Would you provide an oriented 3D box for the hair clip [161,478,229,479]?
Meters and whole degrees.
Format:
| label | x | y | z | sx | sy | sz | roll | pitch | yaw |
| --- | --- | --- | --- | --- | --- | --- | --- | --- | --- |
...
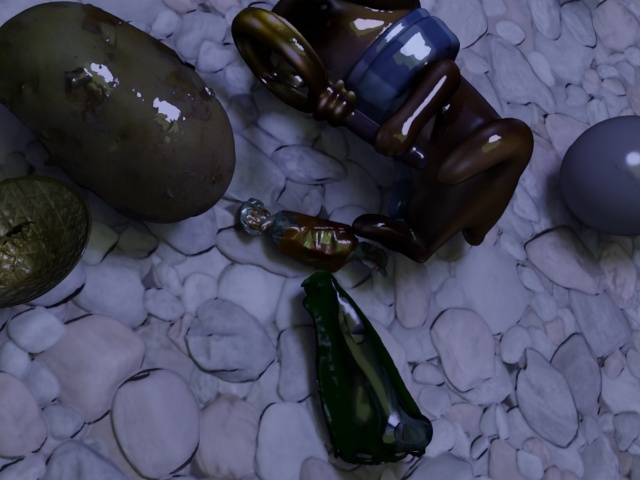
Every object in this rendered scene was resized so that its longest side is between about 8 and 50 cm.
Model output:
| label | x | y | z | sx | sy | sz | roll | pitch | yaw |
| --- | --- | --- | --- | --- | --- | --- | --- | --- | --- |
| hair clip | -0.167 | 0.259 | 1.125 | 0.214 | 0.056 | 0.062 | -17 | 97 | -27 |

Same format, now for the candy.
| label | x | y | z | sx | sy | sz | roll | pitch | yaw |
| --- | --- | --- | --- | --- | --- | --- | --- | --- | --- |
| candy | 0.000 | 0.000 | 1.329 | 0.182 | 0.046 | 0.053 | 19 | 61 | -22 |

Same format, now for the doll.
| label | x | y | z | sx | sy | sz | roll | pitch | yaw |
| --- | --- | --- | --- | --- | --- | --- | --- | --- | --- |
| doll | 0.072 | -0.141 | 1.343 | 0.209 | 0.318 | 0.340 | -35 | 83 | 7 |

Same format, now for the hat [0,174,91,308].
| label | x | y | z | sx | sy | sz | roll | pitch | yaw |
| --- | --- | --- | --- | --- | --- | --- | --- | --- | --- |
| hat | -0.269 | 0.017 | 1.152 | 0.146 | 0.067 | 0.146 | -6 | 55 | 8 |

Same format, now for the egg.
| label | x | y | z | sx | sy | sz | roll | pitch | yaw |
| --- | --- | --- | --- | --- | --- | --- | --- | --- | --- |
| egg | 0.379 | -0.079 | 1.532 | 0.198 | 0.146 | 0.146 | -2 | 72 | -39 |

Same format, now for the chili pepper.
| label | x | y | z | sx | sy | sz | roll | pitch | yaw |
| --- | --- | --- | --- | --- | --- | --- | --- | --- | --- |
| chili pepper | 0.035 | 0.133 | 1.291 | 0.108 | 0.062 | 0.216 | -23 | 83 | -36 |

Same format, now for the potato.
| label | x | y | z | sx | sy | sz | roll | pitch | yaw |
| --- | --- | --- | --- | --- | --- | --- | --- | --- | --- |
| potato | -0.195 | -0.122 | 1.198 | 0.262 | 0.165 | 0.165 | 34 | 57 | -24 |
